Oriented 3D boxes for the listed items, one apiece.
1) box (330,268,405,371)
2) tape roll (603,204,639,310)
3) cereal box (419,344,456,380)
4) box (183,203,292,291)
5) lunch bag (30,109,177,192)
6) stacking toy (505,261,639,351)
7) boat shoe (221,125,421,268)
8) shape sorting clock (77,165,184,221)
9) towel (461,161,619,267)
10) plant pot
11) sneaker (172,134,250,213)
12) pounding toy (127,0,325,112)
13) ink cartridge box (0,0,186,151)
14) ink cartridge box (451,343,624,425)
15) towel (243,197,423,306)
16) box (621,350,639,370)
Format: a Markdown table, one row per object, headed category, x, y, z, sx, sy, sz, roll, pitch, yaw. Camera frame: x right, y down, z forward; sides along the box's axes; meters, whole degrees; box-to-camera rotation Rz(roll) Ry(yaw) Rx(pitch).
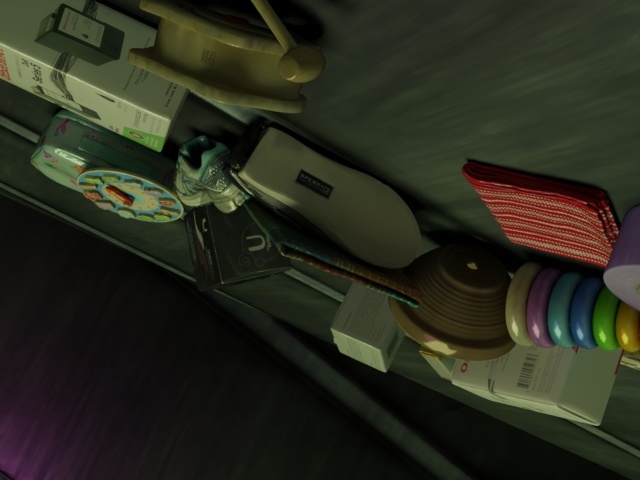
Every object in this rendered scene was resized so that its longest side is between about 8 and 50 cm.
| category | x | y | z | sx | sy | sz | roll | pitch | yaw |
| --- | --- | --- | --- | --- | --- | --- | --- | --- | --- |
| box | 0.118 | 0.158 | 2.211 | 0.119 | 0.182 | 0.181 | 23 | 163 | 16 |
| tape roll | 0.503 | 0.051 | 1.313 | 0.275 | 0.090 | 0.275 | 21 | 169 | 4 |
| cereal box | 0.269 | 0.179 | 2.098 | 0.047 | 0.173 | 0.240 | 16 | 167 | 23 |
| box | -0.165 | 0.002 | 2.032 | 0.143 | 0.165 | 0.270 | -12 | 178 | -16 |
| lunch bag | -0.416 | -0.151 | 2.062 | 0.279 | 0.108 | 0.224 | 25 | 162 | -20 |
| stacking toy | 0.465 | 0.117 | 1.630 | 0.330 | 0.141 | 0.141 | 6 | 161 | 34 |
| boat shoe | -0.002 | -0.071 | 1.677 | 0.340 | 0.127 | 0.158 | 35 | 172 | -17 |
| shape sorting clock | -0.358 | -0.081 | 1.968 | 0.206 | 0.040 | 0.206 | 15 | 159 | 6 |
| towel | 0.319 | -0.027 | 1.454 | 0.199 | 0.031 | 0.275 | 17 | 167 | 30 |
| plant pot | 0.240 | 0.082 | 1.756 | 0.237 | 0.237 | 0.109 | 21 | 128 | 6 |
| sneaker | -0.199 | -0.133 | 1.831 | 0.122 | 0.110 | 0.283 | 55 | 160 | -21 |
| pounding toy | -0.081 | -0.237 | 1.176 | 0.269 | 0.155 | 0.154 | 27 | -160 | 30 |
| ink cartridge box | -0.318 | -0.246 | 1.449 | 0.273 | 0.115 | 0.198 | 24 | 168 | -8 |
| ink cartridge box | 0.388 | 0.194 | 1.862 | 0.117 | 0.207 | 0.283 | 27 | 168 | -29 |
| towel | 0.000 | 0.000 | 1.766 | 0.271 | 0.040 | 0.370 | 22 | -169 | -21 |
| box | 0.661 | 0.224 | 1.837 | 0.324 | 0.067 | 0.063 | 19 | 168 | 22 |
